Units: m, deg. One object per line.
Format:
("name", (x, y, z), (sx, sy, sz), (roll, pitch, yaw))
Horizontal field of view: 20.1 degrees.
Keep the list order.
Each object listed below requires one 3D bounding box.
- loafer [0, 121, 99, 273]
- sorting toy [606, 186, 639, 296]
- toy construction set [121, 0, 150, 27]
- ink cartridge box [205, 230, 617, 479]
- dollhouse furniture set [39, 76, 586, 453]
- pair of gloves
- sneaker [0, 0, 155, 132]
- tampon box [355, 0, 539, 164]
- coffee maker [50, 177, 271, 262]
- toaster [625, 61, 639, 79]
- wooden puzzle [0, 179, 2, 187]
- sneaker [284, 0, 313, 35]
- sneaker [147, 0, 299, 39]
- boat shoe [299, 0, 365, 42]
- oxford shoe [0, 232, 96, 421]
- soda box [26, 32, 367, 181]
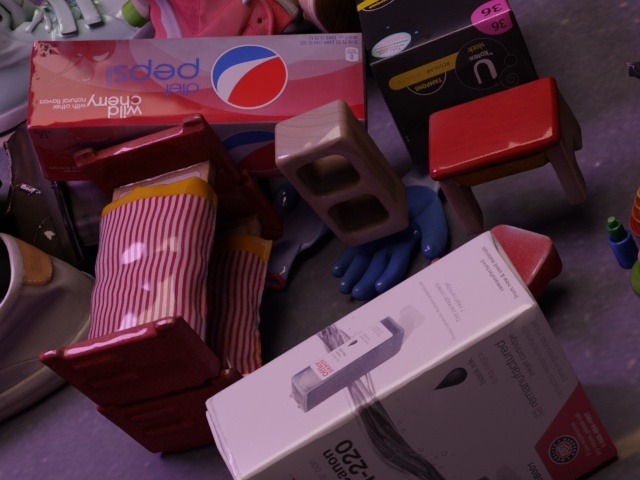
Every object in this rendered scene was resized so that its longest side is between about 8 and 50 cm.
("loafer", (-0.264, -0.032, 1.651), (0.078, 0.080, 0.220), (-31, 36, 1))
("sorting toy", (0.234, -0.005, 1.285), (0.061, 0.042, 0.102), (-15, 39, 22))
("toy construction set", (-0.154, -0.348, 1.813), (0.151, 0.215, 0.328), (-25, 36, 46))
("ink cartridge box", (0.059, 0.121, 1.165), (0.218, 0.158, 0.092), (-30, 36, 3))
("dollhouse furniture set", (0.000, 0.000, 1.324), (0.374, 0.152, 0.201), (-17, 48, 22))
("pair of gloves", (0.029, -0.015, 1.466), (0.198, 0.023, 0.159), (5, 51, 41))
("sneaker", (-0.275, -0.232, 1.835), (0.256, 0.151, 0.094), (-35, 34, -6))
("tampon box", (0.104, -0.158, 1.488), (0.120, 0.101, 0.161), (-22, 29, 7))
("coffee maker", (-0.142, -0.083, 1.538), (0.178, 0.120, 0.171), (-15, 65, -4))
("toaster", (0.323, -0.071, 1.238), (0.168, 0.110, 0.186), (-24, 37, 10))
("wooden puzzle", (-0.428, 0.045, 1.583), (0.348, 0.080, 0.322), (-35, 2, -6))
("sneaker", (0.009, -0.244, 1.669), (0.262, 0.099, 0.121), (-28, 16, 19))
("sneaker", (-0.087, -0.226, 1.570), (0.136, 0.314, 0.116), (0, 38, 23))
("boat shoe", (0.014, -0.203, 1.587), (0.059, 0.170, 0.063), (16, 90, 25))
("oxford shoe", (-0.388, 0.139, 1.503), (0.449, 0.130, 0.169), (-35, 37, -2))
("soda box", (-0.094, -0.104, 1.430), (0.263, 0.092, 0.083), (-2, 63, 1))
